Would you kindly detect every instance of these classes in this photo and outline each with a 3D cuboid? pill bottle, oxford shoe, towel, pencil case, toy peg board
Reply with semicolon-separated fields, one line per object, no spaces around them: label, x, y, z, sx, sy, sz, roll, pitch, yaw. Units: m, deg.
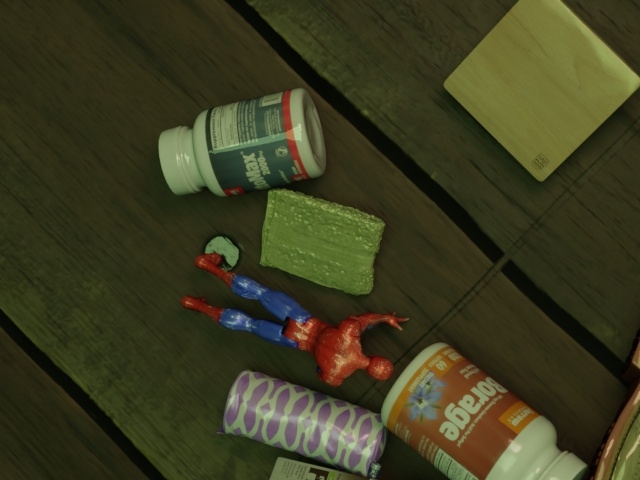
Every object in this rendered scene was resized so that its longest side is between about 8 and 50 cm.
pill bottle;-0.092;-0.109;1.414;0.180;0.108;0.108;-12;90;13
oxford shoe;0.368;0.228;1.296;0.130;0.123;0.348;20;85;12
towel;0.000;0.000;1.426;0.148;0.027;0.110;17;117;13
pencil case;-0.016;0.222;1.427;0.206;0.086;0.088;20;119;12
pill bottle;0.183;0.220;1.340;0.216;0.121;0.121;36;99;23
toy peg board;0.258;-0.182;1.365;0.161;0.079;0.161;46;116;7

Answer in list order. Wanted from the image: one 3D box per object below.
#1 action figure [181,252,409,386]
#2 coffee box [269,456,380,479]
action figure;-0.015;0.100;1.425;0.280;0.139;0.091;25;101;32
coffee box;0.055;0.353;1.376;0.246;0.098;0.141;10;134;12
